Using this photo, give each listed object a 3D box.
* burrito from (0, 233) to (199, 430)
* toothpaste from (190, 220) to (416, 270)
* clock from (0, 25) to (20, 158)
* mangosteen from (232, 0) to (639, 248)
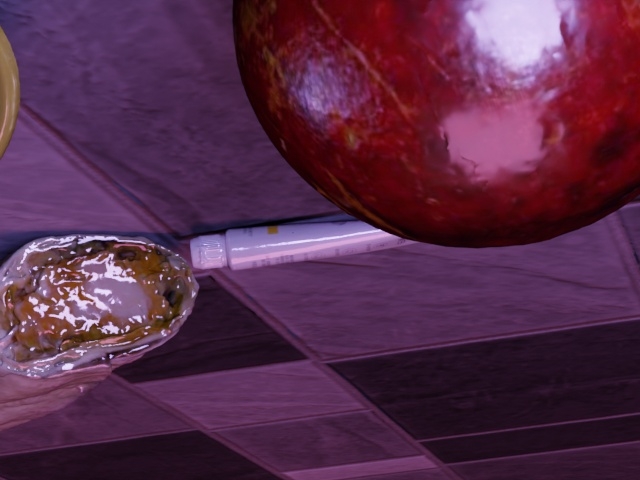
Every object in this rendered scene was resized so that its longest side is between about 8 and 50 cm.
[{"bbox_3d":[-0.226,0.080,1.287,0.143,0.105,0.299,-1,161,-35],"label":"burrito"},{"bbox_3d":[0.000,0.000,1.213,0.190,0.031,0.048,-6,162,-1],"label":"toothpaste"},{"bbox_3d":[-0.274,-0.082,0.850,0.237,0.057,0.237,-10,138,-9],"label":"clock"},{"bbox_3d":[0.057,-0.121,0.677,0.215,0.215,0.257,-10,131,17],"label":"mangosteen"}]
